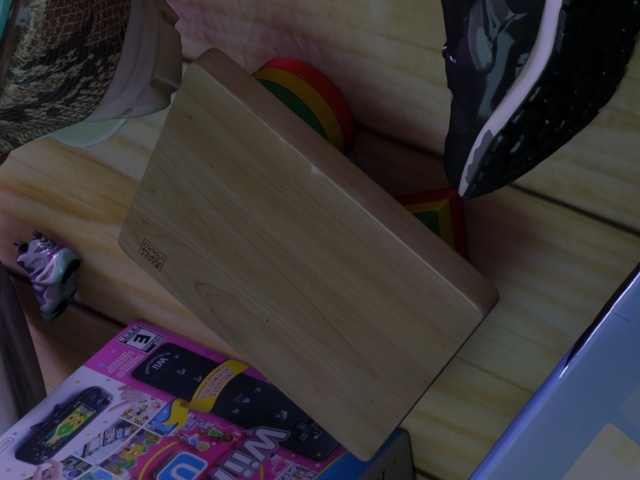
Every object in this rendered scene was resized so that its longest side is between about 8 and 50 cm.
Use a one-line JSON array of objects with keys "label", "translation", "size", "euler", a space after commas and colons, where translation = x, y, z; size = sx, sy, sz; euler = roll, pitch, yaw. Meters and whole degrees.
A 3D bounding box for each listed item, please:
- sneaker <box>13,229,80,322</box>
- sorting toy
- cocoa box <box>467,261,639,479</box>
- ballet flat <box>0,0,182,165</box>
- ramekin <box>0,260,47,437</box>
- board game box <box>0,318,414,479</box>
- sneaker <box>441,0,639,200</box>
[{"label": "sneaker", "translation": [-0.256, 0.027, 1.704], "size": [0.069, 0.038, 0.098], "euler": [38, 137, 14]}, {"label": "sorting toy", "translation": [0.000, 0.000, 1.341], "size": [0.257, 0.089, 0.255], "euler": [41, 147, 7]}, {"label": "cocoa box", "translation": [0.201, 0.168, 1.032], "size": [0.231, 0.228, 0.347], "euler": [38, 109, 9]}, {"label": "ballet flat", "translation": [-0.204, -0.134, 1.364], "size": [0.182, 0.164, 0.483], "euler": [16, 166, -23]}, {"label": "ramekin", "translation": [-0.336, 0.135, 1.708], "size": [0.277, 0.135, 0.277], "euler": [164, 90, -89]}, {"label": "board game box", "translation": [-0.106, 0.206, 1.560], "size": [0.303, 0.224, 0.097], "euler": [21, 138, 32]}, {"label": "sneaker", "translation": [0.115, -0.147, 1.072], "size": [0.124, 0.107, 0.283], "euler": [49, 146, 22]}]
